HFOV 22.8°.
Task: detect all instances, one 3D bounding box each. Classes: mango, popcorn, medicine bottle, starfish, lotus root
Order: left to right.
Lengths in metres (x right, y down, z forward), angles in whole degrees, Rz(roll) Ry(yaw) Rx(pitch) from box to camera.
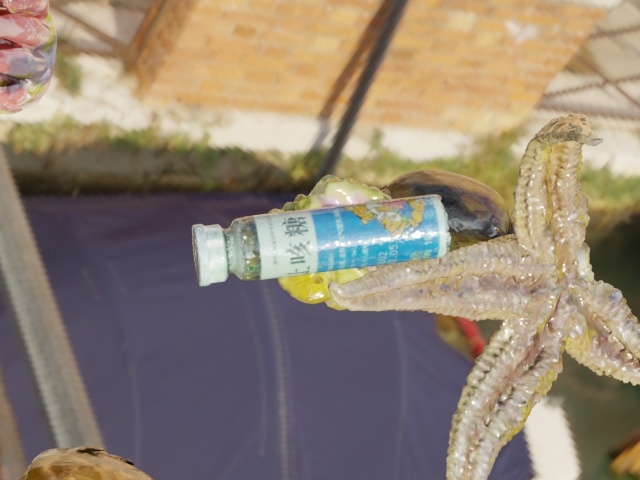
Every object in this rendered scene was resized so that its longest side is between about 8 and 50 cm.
[{"bbox_3d":[-0.202,0.258,1.385,0.151,0.249,0.156,-5,87,1],"label":"mango"},{"bbox_3d":[0.000,0.000,1.195,0.191,0.051,0.051,-8,49,-9],"label":"medicine bottle"},{"bbox_3d":[0.017,0.000,1.501,0.125,0.126,0.145,42,19,-16],"label":"popcorn"},{"bbox_3d":[0.131,-0.022,1.825,0.209,0.120,0.120,11,42,-17],"label":"lotus root"},{"bbox_3d":[0.210,0.066,1.408,0.384,0.398,0.132,-38,41,-28],"label":"starfish"}]

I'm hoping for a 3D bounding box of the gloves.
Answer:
[{"bbox_3d":[-0.334,-0.216,1.674,0.126,0.241,0.145,17,74,-24],"label":"gloves"}]
